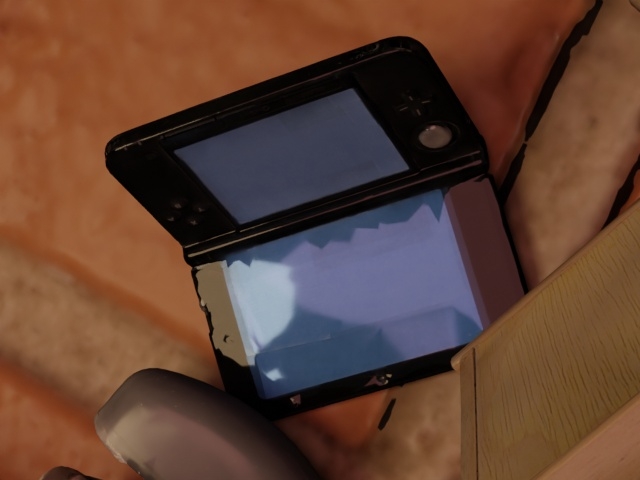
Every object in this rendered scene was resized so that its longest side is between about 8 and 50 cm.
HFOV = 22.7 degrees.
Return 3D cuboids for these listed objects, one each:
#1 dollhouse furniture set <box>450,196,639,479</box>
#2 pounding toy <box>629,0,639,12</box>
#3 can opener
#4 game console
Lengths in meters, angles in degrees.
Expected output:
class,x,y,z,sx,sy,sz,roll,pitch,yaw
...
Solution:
class,x,y,z,sx,sy,sz,roll,pitch,yaw
dollhouse furniture set,0.159,0.112,0.487,0.212,0.161,0.242,-41,98,13
pounding toy,0.198,-0.086,0.463,0.269,0.154,0.155,-43,76,-7
can opener,0.015,0.159,0.544,0.283,0.076,0.095,41,97,14
game console,0.000,0.000,0.560,0.122,0.107,0.071,-18,54,17
